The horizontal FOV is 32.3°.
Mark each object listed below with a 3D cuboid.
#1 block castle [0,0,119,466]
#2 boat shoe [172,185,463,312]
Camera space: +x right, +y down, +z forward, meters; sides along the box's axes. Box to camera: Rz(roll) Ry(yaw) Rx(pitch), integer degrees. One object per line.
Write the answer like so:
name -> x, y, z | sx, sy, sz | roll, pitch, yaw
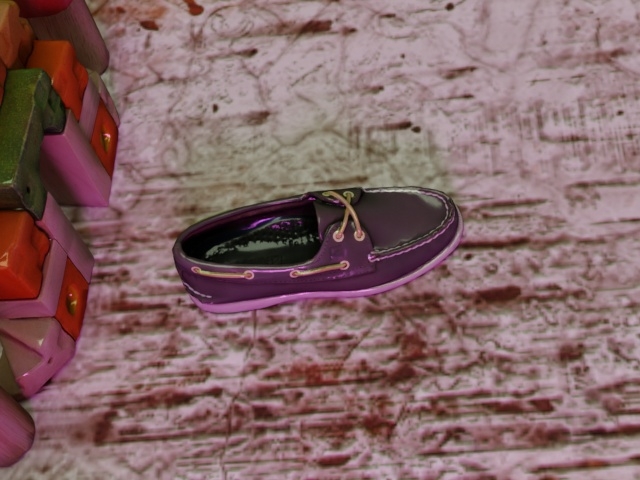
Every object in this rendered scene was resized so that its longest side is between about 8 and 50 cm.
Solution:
block castle -> -0.347, -0.056, 0.867 | 0.303, 0.213, 0.453 | -1, 60, 9
boat shoe -> 0.000, 0.000, 0.858 | 0.227, 0.069, 0.081 | -14, 59, 2
